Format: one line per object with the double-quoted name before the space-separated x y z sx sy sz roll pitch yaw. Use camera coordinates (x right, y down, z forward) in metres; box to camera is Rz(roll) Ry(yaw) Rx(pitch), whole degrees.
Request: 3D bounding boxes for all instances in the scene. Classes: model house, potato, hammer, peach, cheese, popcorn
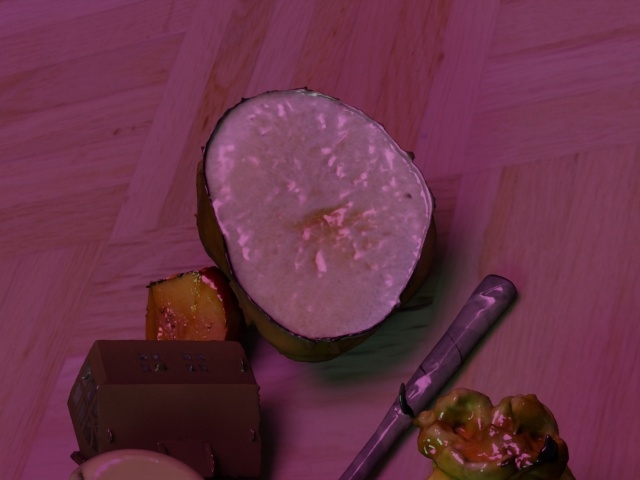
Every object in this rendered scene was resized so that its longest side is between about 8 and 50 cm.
"model house" -0.154 0.245 1.942 0.248 0.181 0.176 -110 33 -41
"potato" 0.000 0.000 2.065 0.246 0.196 0.299 -20 67 -4
"hammer" 0.061 0.194 1.921 0.152 0.044 0.427 16 61 44
"peach" -0.144 0.094 2.120 0.151 0.118 0.151 -4 82 33
"cheese" -0.132 0.270 1.814 0.227 0.064 0.137 10 48 -14
"popcorn" 0.147 0.234 1.692 0.168 0.195 0.173 -37 43 -14
